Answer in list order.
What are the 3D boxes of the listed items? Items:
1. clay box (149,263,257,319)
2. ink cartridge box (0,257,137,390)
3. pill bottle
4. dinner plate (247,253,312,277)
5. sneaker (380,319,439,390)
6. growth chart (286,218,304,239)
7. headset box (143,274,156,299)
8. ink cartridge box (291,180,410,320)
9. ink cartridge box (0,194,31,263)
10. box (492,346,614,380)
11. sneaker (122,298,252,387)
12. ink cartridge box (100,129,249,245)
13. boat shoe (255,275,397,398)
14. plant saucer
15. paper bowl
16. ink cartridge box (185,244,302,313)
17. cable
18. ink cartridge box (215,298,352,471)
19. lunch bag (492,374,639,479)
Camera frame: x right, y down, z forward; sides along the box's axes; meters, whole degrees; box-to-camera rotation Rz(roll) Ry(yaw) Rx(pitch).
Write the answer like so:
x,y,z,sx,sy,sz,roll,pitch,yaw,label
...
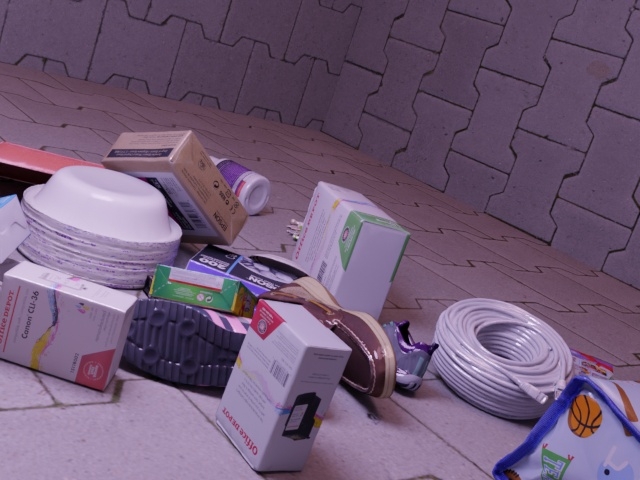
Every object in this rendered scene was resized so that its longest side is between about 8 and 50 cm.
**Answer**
x,y,z,sx,sy,sz,roll,pitch,yaw,label
-0.174,0.088,1.310,0.127,0.053,0.222,11,-9,5,clay box
-0.350,0.102,1.080,0.198,0.115,0.067,18,14,-2,ink cartridge box
-0.231,-0.149,2.190,0.193,0.108,0.108,28,17,32,pill bottle
-0.078,0.053,1.687,0.141,0.017,0.141,18,-16,5,dinner plate
0.104,0.164,1.449,0.223,0.098,0.083,32,3,34,sneaker
0.000,0.000,2.115,0.172,0.021,0.237,15,14,-11,growth chart
-0.250,0.089,1.431,0.083,0.032,0.062,7,18,-34,headset box
0.053,0.018,1.741,0.117,0.201,0.278,14,14,-22,ink cartridge box
-0.480,0.003,1.077,0.181,0.062,0.104,-12,20,9,ink cartridge box
0.437,0.246,1.682,0.293,0.057,0.201,22,16,13,box
-0.148,0.158,1.216,0.319,0.112,0.131,16,-7,-10,sneaker
-0.277,-0.098,1.624,0.193,0.088,0.235,2,-41,36,ink cartridge box
-0.004,0.157,1.359,0.123,0.123,0.342,-6,25,-28,boat shoe
-0.546,-0.142,1.697,0.258,0.048,0.259,13,-5,-22,plant saucer
-0.386,-0.037,1.497,0.284,0.148,0.284,17,14,-4,paper bowl
-0.147,0.078,1.581,0.206,0.045,0.208,21,15,1,ink cartridge box
0.326,0.206,1.508,0.257,0.089,0.257,26,31,21,cable
-0.051,0.181,1.056,0.072,0.175,0.127,12,16,-37,ink cartridge box
0.465,0.350,1.005,0.327,0.239,0.385,8,34,-39,lunch bag
